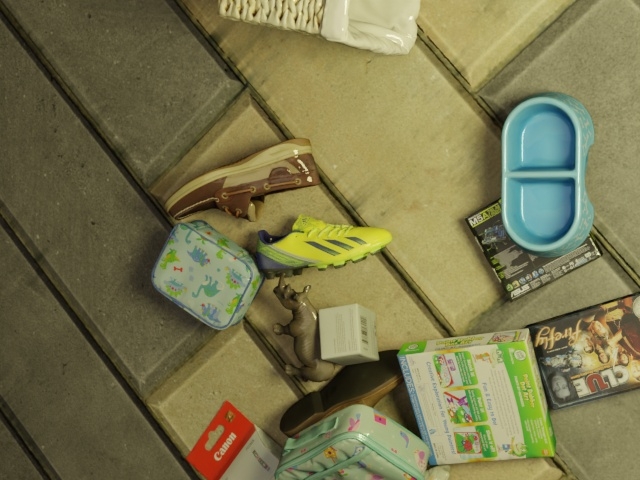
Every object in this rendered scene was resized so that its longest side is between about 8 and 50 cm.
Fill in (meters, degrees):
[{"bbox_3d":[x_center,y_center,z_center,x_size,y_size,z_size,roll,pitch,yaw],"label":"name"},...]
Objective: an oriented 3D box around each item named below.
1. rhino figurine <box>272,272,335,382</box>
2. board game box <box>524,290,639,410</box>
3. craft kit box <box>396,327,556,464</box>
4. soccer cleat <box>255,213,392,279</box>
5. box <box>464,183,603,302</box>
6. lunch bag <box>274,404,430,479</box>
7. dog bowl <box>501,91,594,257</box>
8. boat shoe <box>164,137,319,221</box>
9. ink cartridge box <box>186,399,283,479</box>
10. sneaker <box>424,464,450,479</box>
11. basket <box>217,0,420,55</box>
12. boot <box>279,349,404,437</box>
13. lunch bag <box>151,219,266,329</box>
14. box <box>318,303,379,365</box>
[{"bbox_3d":[-0.036,0.177,1.944,0.106,0.073,0.243,-6,105,43],"label":"rhino figurine"},{"bbox_3d":[0.515,0.199,1.766,0.243,0.042,0.165,-21,88,23],"label":"board game box"},{"bbox_3d":[0.295,0.298,1.828,0.246,0.061,0.250,-8,109,25],"label":"craft kit box"},{"bbox_3d":[-0.001,0.000,1.927,0.289,0.093,0.121,-12,89,23],"label":"soccer cleat"},{"bbox_3d":[0.391,-0.008,1.792,0.190,0.045,0.184,-31,81,22],"label":"box"},{"bbox_3d":[0.051,0.437,1.880,0.224,0.108,0.279,36,130,-20],"label":"lunch bag"},{"bbox_3d":[0.395,-0.117,1.719,0.165,0.074,0.297,1,93,23],"label":"dog bowl"},{"bbox_3d":[-0.158,-0.093,1.968,0.342,0.123,0.123,-21,87,17],"label":"boat shoe"},{"bbox_3d":[-0.171,0.488,2.074,0.232,0.066,0.189,38,109,10],"label":"ink cartridge box"},{"bbox_3d":[0.269,0.556,1.882,0.121,0.099,0.262,-36,83,17],"label":"sneaker"},{"bbox_3d":[0.019,-0.515,1.738,0.266,0.328,0.331,13,101,24],"label":"basket"},{"bbox_3d":[0.071,0.326,1.951,0.305,0.112,0.115,-35,114,17],"label":"boot"},{"bbox_3d":[-0.237,0.073,2.032,0.219,0.090,0.176,31,106,16],"label":"lunch bag"},{"bbox_3d":[0.056,0.186,1.906,0.087,0.102,0.101,-11,70,22],"label":"box"}]
